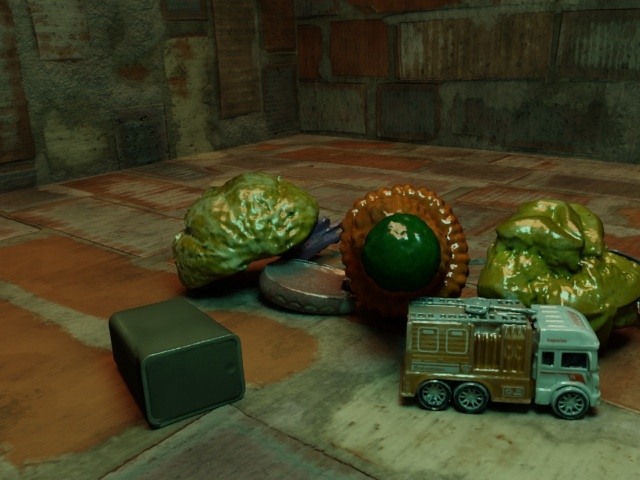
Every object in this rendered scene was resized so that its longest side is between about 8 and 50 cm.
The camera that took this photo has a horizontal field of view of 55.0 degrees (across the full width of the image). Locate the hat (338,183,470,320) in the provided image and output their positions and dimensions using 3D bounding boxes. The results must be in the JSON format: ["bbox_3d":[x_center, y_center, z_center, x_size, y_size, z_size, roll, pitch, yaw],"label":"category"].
[{"bbox_3d":[0.126,0.017,1.163,0.286,0.285,0.400,6,-3,23],"label":"hat"}]

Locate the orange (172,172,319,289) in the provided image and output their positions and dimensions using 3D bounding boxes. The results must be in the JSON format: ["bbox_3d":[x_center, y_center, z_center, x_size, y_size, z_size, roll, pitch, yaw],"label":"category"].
[{"bbox_3d":[-0.184,-0.036,1.429,0.369,0.210,0.271,-25,20,-4],"label":"orange"}]

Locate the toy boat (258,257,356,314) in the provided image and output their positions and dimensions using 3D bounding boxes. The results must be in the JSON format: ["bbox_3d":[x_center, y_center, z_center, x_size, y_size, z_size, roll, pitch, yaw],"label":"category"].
[{"bbox_3d":[-0.028,0.114,1.368,0.228,0.084,0.155,12,28,6],"label":"toy boat"}]

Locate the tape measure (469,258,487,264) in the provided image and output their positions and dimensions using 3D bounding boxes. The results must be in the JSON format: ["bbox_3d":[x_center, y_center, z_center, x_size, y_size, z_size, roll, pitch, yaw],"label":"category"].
[{"bbox_3d":[0.325,0.038,1.523,0.331,0.084,0.164,-17,28,-35],"label":"tape measure"}]

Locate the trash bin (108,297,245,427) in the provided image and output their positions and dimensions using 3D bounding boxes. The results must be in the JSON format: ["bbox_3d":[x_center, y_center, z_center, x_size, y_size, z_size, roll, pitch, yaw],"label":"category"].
[{"bbox_3d":[-0.254,0.192,1.058,0.164,0.122,0.241,-12,18,-29],"label":"trash bin"}]

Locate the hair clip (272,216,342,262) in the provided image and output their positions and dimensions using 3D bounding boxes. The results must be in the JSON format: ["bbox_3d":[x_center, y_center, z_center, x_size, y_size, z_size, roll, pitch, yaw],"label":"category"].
[{"bbox_3d":[-0.037,0.010,1.589,0.090,0.137,0.278,22,35,23],"label":"hair clip"}]

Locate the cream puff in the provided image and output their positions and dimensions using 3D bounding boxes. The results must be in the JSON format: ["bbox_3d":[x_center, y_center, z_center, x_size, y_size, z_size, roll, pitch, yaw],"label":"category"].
[{"bbox_3d":[0.464,0.055,1.164,0.270,0.274,0.323,3,19,46],"label":"cream puff"}]

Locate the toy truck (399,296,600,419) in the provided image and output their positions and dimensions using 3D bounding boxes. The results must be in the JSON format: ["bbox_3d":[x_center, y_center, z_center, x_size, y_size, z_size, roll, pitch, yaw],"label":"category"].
[{"bbox_3d":[0.281,0.173,0.983,0.306,0.162,0.136,1,18,9],"label":"toy truck"}]

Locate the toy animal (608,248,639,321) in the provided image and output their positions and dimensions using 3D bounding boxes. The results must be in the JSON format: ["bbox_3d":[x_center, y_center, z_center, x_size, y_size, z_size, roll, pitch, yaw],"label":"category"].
[{"bbox_3d":[0.692,0.096,1.214,0.176,0.255,0.239,-31,-17,-10],"label":"toy animal"}]
